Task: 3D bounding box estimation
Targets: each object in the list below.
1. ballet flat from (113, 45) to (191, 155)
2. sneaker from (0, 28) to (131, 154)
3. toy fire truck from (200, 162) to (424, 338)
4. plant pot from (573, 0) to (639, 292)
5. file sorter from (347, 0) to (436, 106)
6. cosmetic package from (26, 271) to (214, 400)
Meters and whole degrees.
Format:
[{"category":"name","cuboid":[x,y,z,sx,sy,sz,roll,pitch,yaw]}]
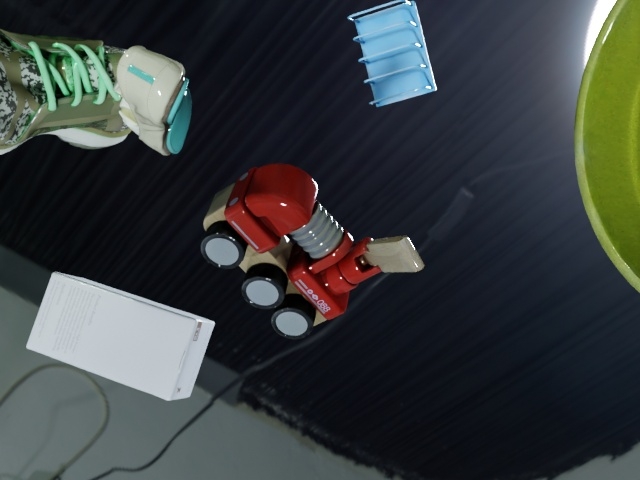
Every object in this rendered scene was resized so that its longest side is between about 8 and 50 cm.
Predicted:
[{"category":"ballet flat","cuboid":[-0.187,-0.155,0.844,0.086,0.086,0.248,46,-11,-3]},{"category":"sneaker","cuboid":[-0.298,-0.201,0.917,0.410,0.181,0.158,-34,108,-72]},{"category":"toy fire truck","cuboid":[0.000,0.000,0.950,0.217,0.246,0.159,49,30,-24]},{"category":"plant pot","cuboid":[0.489,-0.095,0.676,0.352,0.366,0.367,1,51,-35]},{"category":"file sorter","cuboid":[0.129,-0.344,1.393,0.104,0.118,0.171,-31,107,-71]},{"category":"cosmetic package","cuboid":[-0.278,0.132,1.059,0.231,0.118,0.085,18,-5,13]}]
